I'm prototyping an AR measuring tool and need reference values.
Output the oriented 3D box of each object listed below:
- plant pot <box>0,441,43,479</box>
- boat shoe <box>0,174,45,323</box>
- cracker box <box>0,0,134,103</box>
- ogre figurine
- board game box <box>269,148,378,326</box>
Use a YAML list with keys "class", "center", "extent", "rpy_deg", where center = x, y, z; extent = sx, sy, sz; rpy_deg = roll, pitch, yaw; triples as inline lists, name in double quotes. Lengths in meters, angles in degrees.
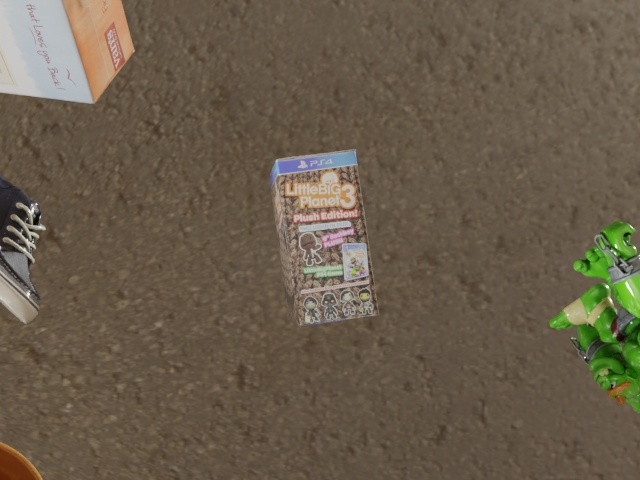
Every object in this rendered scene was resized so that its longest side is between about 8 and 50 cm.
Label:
- class: "plant pot"
  center: [-0.620, 0.505, 1.530]
  extent: [0.291, 0.203, 0.291]
  rpy_deg: [16, 42, -16]
- class: "boat shoe"
  center: [-0.541, 0.000, 1.582]
  extent: [0.158, 0.340, 0.127]
  rpy_deg: [-42, 141, -15]
- class: "cracker box"
  center: [-0.247, -0.177, 0.566]
  extent: [0.232, 0.155, 0.067]
  rpy_deg: [10, 46, 15]
- class: "ogre figurine"
  center: [0.268, 0.077, 0.786]
  extent: [0.097, 0.197, 0.118]
  rpy_deg: [-12, 53, -24]
- class: "board game box"
  center: [0.000, 0.000, 1.655]
  extent: [0.141, 0.232, 0.291]
  rpy_deg: [-8, 87, -7]
